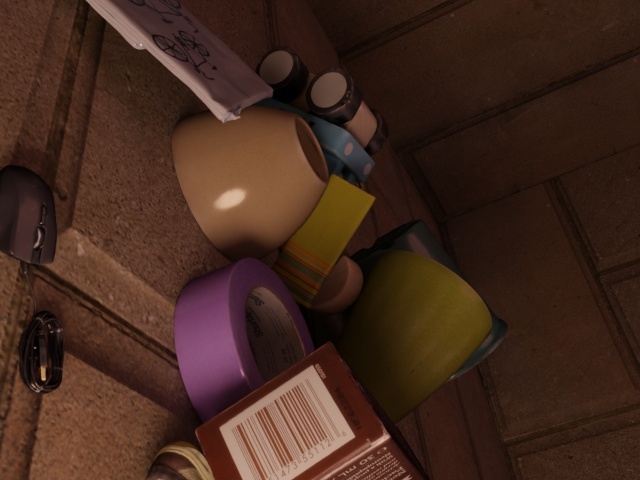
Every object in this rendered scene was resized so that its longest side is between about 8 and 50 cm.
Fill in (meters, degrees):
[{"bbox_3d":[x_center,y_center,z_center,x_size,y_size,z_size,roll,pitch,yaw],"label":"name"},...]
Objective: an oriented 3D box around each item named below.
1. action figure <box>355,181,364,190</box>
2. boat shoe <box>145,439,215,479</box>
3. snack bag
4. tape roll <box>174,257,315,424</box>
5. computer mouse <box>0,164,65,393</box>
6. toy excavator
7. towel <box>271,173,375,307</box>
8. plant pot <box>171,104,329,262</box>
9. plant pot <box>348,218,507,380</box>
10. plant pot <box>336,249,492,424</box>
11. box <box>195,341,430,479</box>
[{"bbox_3d":[0.028,-0.119,1.649,0.275,0.141,0.164,65,15,0],"label":"action figure"},{"bbox_3d":[-0.123,0.328,0.726,0.223,0.080,0.073,61,23,-6],"label":"boat shoe"},{"bbox_3d":[-0.232,-0.327,1.084,0.342,0.037,0.323,42,19,-6],"label":"snack bag"},{"bbox_3d":[-0.097,0.167,0.980,0.275,0.090,0.275,58,19,-33],"label":"tape roll"},{"bbox_3d":[-0.282,0.031,0.664,0.071,0.041,0.242,25,45,-67],"label":"computer mouse"},{"bbox_3d":[-0.021,-0.120,1.406,0.433,0.445,0.222,29,-2,29],"label":"toy excavator"},{"bbox_3d":[0.000,0.000,1.226,0.102,0.237,0.021,32,0,21],"label":"towel"},{"bbox_3d":[-0.098,-0.123,1.171,0.284,0.191,0.284,56,20,-32],"label":"plant pot"},{"bbox_3d":[0.224,0.149,1.641,0.334,0.341,0.341,59,17,-4],"label":"plant pot"},{"bbox_3d":[0.144,0.217,1.311,0.293,0.275,0.275,-50,126,-26],"label":"plant pot"},{"bbox_3d":[0.019,0.298,0.860,0.143,0.191,0.381,56,-1,34],"label":"box"}]
